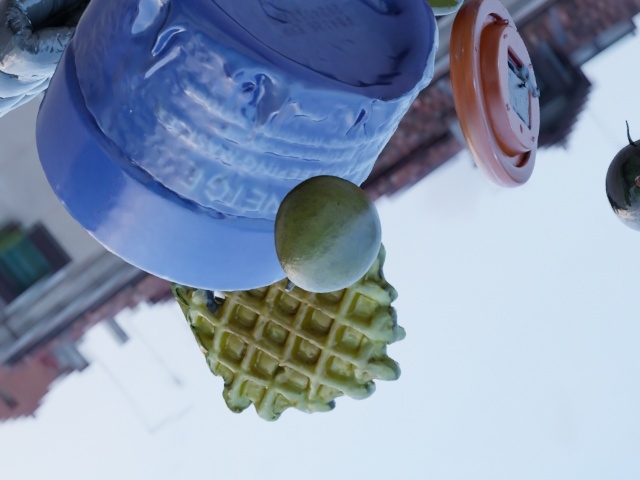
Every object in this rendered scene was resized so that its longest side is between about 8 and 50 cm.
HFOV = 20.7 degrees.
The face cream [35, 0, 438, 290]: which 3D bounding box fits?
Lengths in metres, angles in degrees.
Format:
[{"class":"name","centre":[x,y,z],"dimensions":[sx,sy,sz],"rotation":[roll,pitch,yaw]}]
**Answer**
[{"class":"face cream","centre":[-0.063,-0.123,1.307],"dimensions":[0.225,0.249,0.249],"rotation":[-58,180,41]}]

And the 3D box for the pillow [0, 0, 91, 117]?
[{"class":"pillow","centre":[-0.240,-0.231,1.778],"dimensions":[0.326,0.101,0.228],"rotation":[-35,-177,-40]}]

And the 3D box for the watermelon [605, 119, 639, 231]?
[{"class":"watermelon","centre":[0.364,-0.072,1.947],"dimensions":[0.105,0.133,0.105],"rotation":[-22,180,0]}]

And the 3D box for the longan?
[{"class":"longan","centre":[0.000,0.000,1.085],"dimensions":[0.083,0.075,0.075],"rotation":[-52,-173,30]}]

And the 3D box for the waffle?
[{"class":"waffle","centre":[-0.035,0.065,1.870],"dimensions":[0.250,0.261,0.056],"rotation":[-20,-173,24]}]

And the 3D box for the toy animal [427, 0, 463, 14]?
[{"class":"toy animal","centre":[0.061,-0.321,1.912],"dimensions":[0.180,0.181,0.363],"rotation":[-6,132,-42]}]

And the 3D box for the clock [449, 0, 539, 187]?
[{"class":"clock","centre":[0.188,-0.156,1.837],"dimensions":[0.051,0.205,0.205],"rotation":[-10,-153,24]}]
